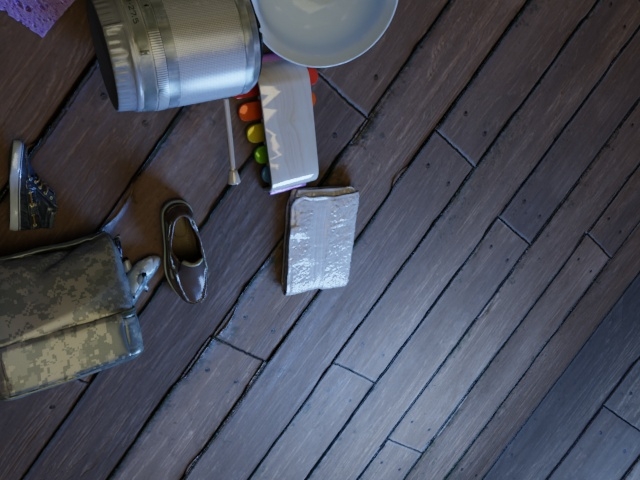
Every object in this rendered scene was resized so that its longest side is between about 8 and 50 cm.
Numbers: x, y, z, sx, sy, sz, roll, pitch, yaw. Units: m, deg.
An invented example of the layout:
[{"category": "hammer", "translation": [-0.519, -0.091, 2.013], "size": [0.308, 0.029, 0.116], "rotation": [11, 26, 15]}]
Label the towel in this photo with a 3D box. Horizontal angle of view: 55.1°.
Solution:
[{"category": "towel", "translation": [0.000, 0.000, 1.524], "size": [0.187, 0.049, 0.282], "rotation": [-7, 115, -25]}]

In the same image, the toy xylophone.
[{"category": "toy xylophone", "translation": [-0.107, -0.243, 1.333], "size": [0.236, 0.081, 0.322], "rotation": [-9, 116, -25]}]

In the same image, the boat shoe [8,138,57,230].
[{"category": "boat shoe", "translation": [-0.549, -0.104, 1.172], "size": [0.083, 0.065, 0.183], "rotation": [-2, 120, -29]}]

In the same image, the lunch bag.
[{"category": "lunch bag", "translation": [-0.519, 0.133, 1.206], "size": [0.305, 0.212, 0.256], "rotation": [-15, 101, -25]}]

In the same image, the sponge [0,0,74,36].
[{"category": "sponge", "translation": [-0.461, -0.422, 0.999], "size": [0.117, 0.210, 0.031], "rotation": [33, 55, -34]}]

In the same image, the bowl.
[{"category": "bowl", "translation": [-0.002, -0.507, 1.212], "size": [0.298, 0.134, 0.297], "rotation": [-5, 129, -6]}]

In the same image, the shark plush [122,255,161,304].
[{"category": "shark plush", "translation": [-0.398, 0.108, 1.356], "size": [0.067, 0.073, 0.161], "rotation": [-7, 114, -59]}]

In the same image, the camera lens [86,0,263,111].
[{"category": "camera lens", "translation": [-0.257, -0.358, 1.115], "size": [0.274, 0.219, 0.219], "rotation": [-17, 119, -21]}]

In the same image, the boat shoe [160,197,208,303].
[{"category": "boat shoe", "translation": [-0.297, 0.041, 1.351], "size": [0.095, 0.095, 0.257], "rotation": [-20, 120, -19]}]
